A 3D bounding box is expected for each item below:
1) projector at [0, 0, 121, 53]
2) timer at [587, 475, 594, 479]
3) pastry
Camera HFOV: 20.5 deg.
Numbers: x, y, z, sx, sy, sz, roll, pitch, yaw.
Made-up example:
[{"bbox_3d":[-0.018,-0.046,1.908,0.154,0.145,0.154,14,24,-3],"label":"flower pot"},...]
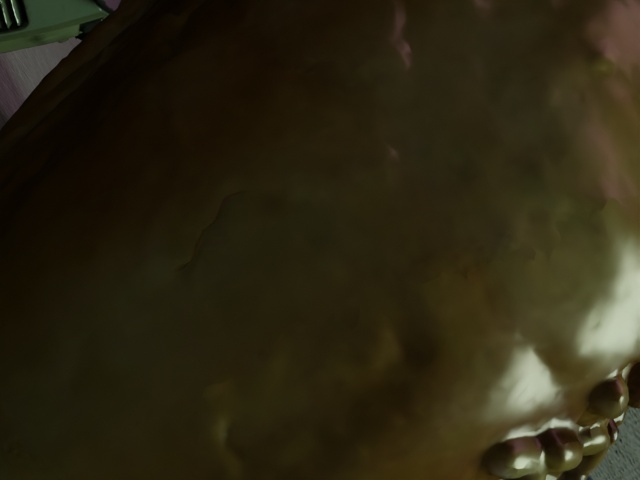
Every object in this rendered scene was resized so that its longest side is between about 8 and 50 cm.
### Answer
[{"bbox_3d":[-0.154,-0.203,1.216,0.193,0.269,0.088,-135,-152,-57],"label":"projector"},{"bbox_3d":[0.149,0.352,1.436,0.395,0.173,0.395,167,-90,-75],"label":"timer"},{"bbox_3d":[0.000,0.000,0.746,0.245,0.409,0.409,48,4,-16],"label":"pastry"}]
